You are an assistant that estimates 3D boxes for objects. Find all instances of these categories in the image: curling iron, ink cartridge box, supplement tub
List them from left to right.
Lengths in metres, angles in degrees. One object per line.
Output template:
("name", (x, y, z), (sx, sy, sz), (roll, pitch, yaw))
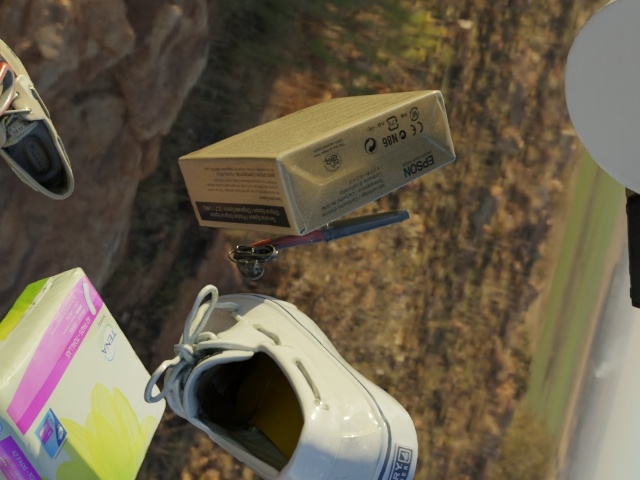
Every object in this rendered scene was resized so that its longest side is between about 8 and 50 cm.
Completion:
("ink cartridge box", (-0.003, -0.088, 1.096), (0.235, 0.193, 0.088), (-27, 108, -33))
("curling iron", (0.000, 0.000, 1.474), (0.068, 0.274, 0.035), (-110, -173, -48))
("supplement tub", (0.418, -0.191, 0.990), (0.325, 0.235, 0.235), (-30, 136, -34))

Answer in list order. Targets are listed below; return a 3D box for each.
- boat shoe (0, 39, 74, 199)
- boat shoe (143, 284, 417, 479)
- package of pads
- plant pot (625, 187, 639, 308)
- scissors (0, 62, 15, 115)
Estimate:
("boat shoe", (-0.434, -0.177, 1.403), (0.109, 0.098, 0.302), (-37, 137, -14))
("boat shoe", (-0.078, 0.122, 0.872), (0.157, 0.367, 0.135), (22, 96, -32))
("package of pads", (-0.292, 0.197, 1.143), (0.229, 0.101, 0.296), (63, 17, -22))
("plant pot", (0.434, -0.004, 1.138), (0.187, 0.167, 0.188), (-42, 129, -69))
("scissors", (-0.421, -0.152, 1.191), (0.297, 0.021, 0.109), (-86, 173, -52))
